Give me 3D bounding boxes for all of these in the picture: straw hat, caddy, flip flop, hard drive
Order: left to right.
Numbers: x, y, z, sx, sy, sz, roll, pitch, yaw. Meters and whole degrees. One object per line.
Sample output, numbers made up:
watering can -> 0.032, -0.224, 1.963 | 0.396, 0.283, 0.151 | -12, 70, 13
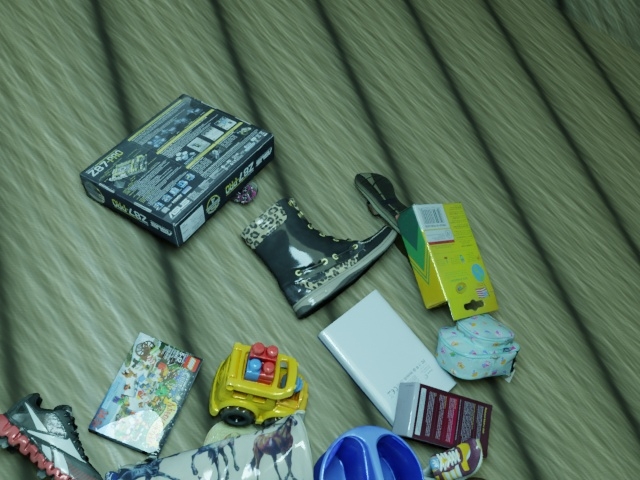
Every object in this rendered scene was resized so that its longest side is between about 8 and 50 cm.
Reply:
straw hat -> -0.185, 0.459, 1.325 | 0.145, 0.061, 0.144 | 8, 61, -14
caddy -> 0.107, 0.579, 1.289 | 0.242, 0.179, 0.341 | 3, 61, -18
flip flop -> 0.182, -0.100, 1.739 | 0.112, 0.080, 0.277 | -13, 52, -33
hard drive -> 0.172, 0.306, 1.542 | 0.210, 0.040, 0.318 | -34, 78, -31

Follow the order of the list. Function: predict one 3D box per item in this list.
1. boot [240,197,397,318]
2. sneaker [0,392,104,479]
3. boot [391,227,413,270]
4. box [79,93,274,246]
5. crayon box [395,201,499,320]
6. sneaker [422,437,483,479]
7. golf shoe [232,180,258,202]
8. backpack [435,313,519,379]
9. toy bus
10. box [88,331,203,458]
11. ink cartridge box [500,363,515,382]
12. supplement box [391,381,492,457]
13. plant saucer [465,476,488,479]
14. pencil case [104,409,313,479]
boot -> 0.000, 0.000, 1.602 | 0.377, 0.138, 0.284 | -37, 79, -26
sneaker -> -0.524, 0.412, 1.212 | 0.276, 0.097, 0.135 | 37, 59, 5
boot -> 0.323, 0.023, 1.727 | 0.165, 0.077, 0.213 | -22, 64, -28
box -> -0.358, -0.197, 1.552 | 0.318, 0.097, 0.395 | 27, 55, 18
crayon box -> 0.341, 0.058, 1.615 | 0.202, 0.081, 0.318 | -4, 71, -38
sneaker -> 0.301, 0.514, 1.387 | 0.084, 0.185, 0.069 | 13, 39, -15
golf shoe -> -0.263, -0.142, 1.637 | 0.186, 0.067, 0.086 | 9, 18, -2
backpack -> 0.395, 0.273, 1.550 | 0.189, 0.144, 0.166 | -11, 29, -23
toy bus -> -0.115, 0.309, 1.331 | 0.221, 0.211, 0.149 | 17, 44, -12
box -> -0.381, 0.340, 1.332 | 0.159, 0.044, 0.233 | 24, 58, -5
ink cartridge box -> 0.497, 0.342, 1.640 | 0.083, 0.028, 0.048 | 38, 58, 3
supplement box -> 0.298, 0.435, 1.457 | 0.240, 0.073, 0.130 | 22, 68, -21
plant saucer -> 0.387, 0.663, 1.423 | 0.199, 0.036, 0.198 | 8, 60, -14
pencil case -> -0.206, 0.472, 1.202 | 0.411, 0.159, 0.183 | -14, 56, -11
